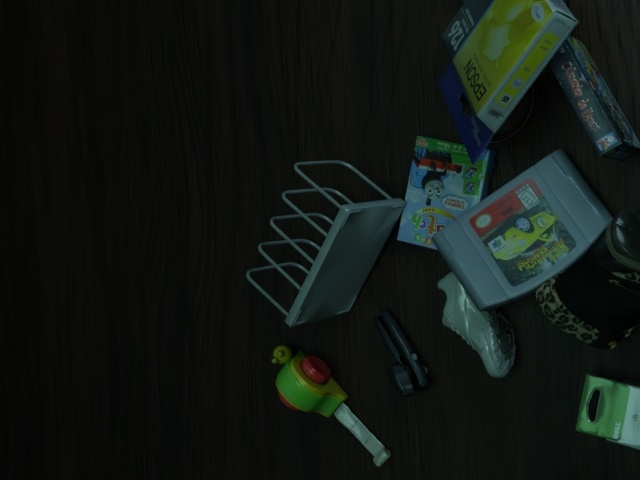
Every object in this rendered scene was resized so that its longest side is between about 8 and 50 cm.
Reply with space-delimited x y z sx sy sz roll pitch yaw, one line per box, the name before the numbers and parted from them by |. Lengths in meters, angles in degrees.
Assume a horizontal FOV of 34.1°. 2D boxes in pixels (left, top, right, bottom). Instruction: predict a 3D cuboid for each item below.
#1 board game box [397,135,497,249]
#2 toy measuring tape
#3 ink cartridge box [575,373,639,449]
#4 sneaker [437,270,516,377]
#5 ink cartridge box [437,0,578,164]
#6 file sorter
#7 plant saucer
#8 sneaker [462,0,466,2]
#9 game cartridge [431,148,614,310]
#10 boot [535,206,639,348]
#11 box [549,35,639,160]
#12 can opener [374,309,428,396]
board game box | 0.245 -0.086 2.034 0.160 0.039 0.212 14 99 30
toy measuring tape | 0.005 0.340 2.143 0.330 0.121 0.121 47 113 21
ink cartridge box | 0.568 0.309 1.837 0.209 0.062 0.109 12 96 29
sneaker | 0.293 0.160 1.994 0.115 0.090 0.232 -30 67 34
ink cartridge box | 0.303 -0.341 1.857 0.307 0.072 0.304 -53 28 28
file sorter | 0.000 0.000 2.077 0.173 0.193 0.278 40 119 28
plant saucer | 0.330 -0.270 1.985 0.168 0.029 0.168 1 92 32
sneaker | 0.254 -0.522 2.013 0.069 0.082 0.209 -39 86 -12
game cartridge | 0.374 -0.008 1.907 0.294 0.060 0.196 -36 74 10
boot | 0.579 0.093 1.760 0.284 0.377 0.138 132 152 -55
box | 0.473 -0.252 1.825 0.044 0.159 0.233 -32 75 27
can opener | 0.160 0.221 2.083 0.059 0.073 0.186 -37 64 34
